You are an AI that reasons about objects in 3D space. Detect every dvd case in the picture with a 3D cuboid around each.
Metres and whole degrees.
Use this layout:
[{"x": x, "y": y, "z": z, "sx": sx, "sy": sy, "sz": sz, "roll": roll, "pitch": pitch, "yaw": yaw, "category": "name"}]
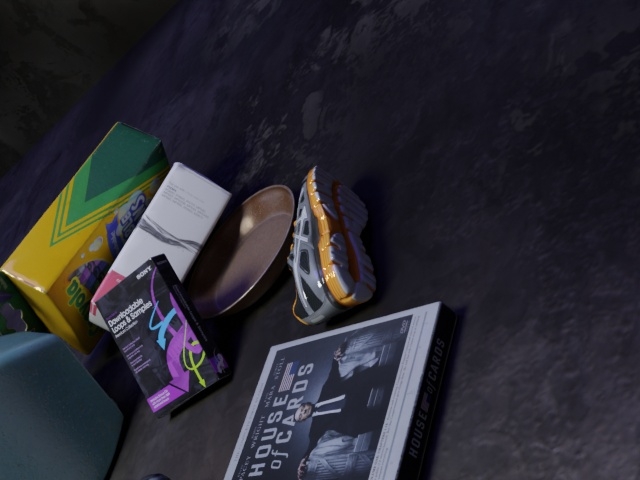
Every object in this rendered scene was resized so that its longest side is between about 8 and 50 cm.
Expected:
[{"x": 0.009, "y": 0.157, "z": 0.804, "sx": 0.238, "sy": 0.029, "sz": 0.179, "roll": -21, "pitch": 40, "yaw": 45, "category": "dvd case"}]

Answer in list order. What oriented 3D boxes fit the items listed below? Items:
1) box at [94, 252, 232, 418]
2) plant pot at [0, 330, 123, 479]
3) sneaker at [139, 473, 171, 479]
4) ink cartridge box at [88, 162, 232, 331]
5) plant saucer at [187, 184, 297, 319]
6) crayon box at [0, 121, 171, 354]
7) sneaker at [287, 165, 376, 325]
[{"x": -0.187, "y": 0.112, "z": 1.040, "sx": 0.116, "sy": 0.162, "sz": 0.029, "roll": -35, "pitch": -10, "yaw": 31, "category": "box"}, {"x": -0.399, "y": 0.249, "z": 1.112, "sx": 0.252, "sy": 0.247, "sz": 0.248, "roll": -43, "pitch": 21, "yaw": -28, "category": "plant pot"}, {"x": -0.132, "y": 0.309, "z": 0.815, "sx": 0.098, "sy": 0.083, "sz": 0.224, "roll": -18, "pitch": 40, "yaw": 13, "category": "sneaker"}, {"x": -0.217, "y": 0.023, "z": 1.199, "sx": 0.218, "sy": 0.092, "sz": 0.158, "roll": -64, "pitch": 8, "yaw": -19, "category": "ink cartridge box"}, {"x": -0.090, "y": 0.020, "z": 1.113, "sx": 0.198, "sy": 0.036, "sz": 0.199, "roll": -38, "pitch": 31, "yaw": 27, "category": "plant saucer"}, {"x": -0.323, "y": 0.019, "z": 1.264, "sx": 0.083, "sy": 0.203, "sz": 0.323, "roll": 24, "pitch": 64, "yaw": 17, "category": "crayon box"}, {"x": 0.000, "y": 0.000, "z": 0.952, "sx": 0.083, "sy": 0.084, "sz": 0.215, "roll": -42, "pitch": 29, "yaw": 29, "category": "sneaker"}]
